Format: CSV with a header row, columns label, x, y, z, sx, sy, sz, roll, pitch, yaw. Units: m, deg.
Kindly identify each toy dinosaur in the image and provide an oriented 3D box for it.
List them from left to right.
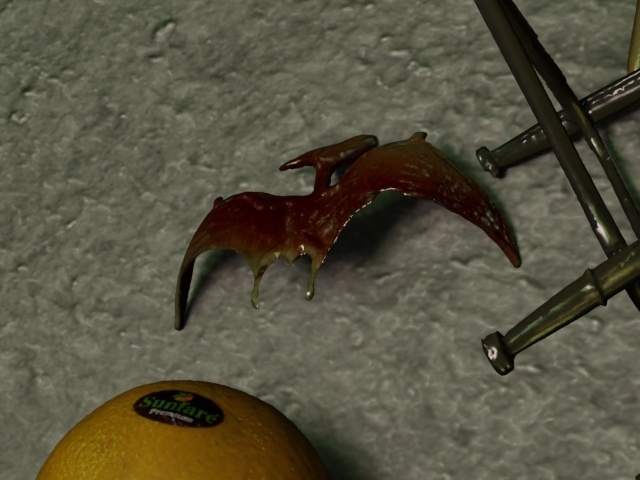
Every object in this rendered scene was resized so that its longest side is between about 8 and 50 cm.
label,x,y,z,sx,sy,sz,roll,pitch,yaw
toy dinosaur,-0.007,0.007,1.521,0.327,0.113,0.206,-29,31,7

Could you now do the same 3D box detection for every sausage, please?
label,x,y,z,sx,sy,sz,roll,pitch,yaw
sausage,0.283,-0.201,1.453,0.024,0.024,0.132,2,73,33

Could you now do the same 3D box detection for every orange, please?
label,x,y,z,sx,sy,sz,roll,pitch,yaw
orange,-0.113,0.248,1.370,0.274,0.274,0.274,-12,65,28

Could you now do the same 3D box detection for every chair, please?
label,x,y,z,sx,sy,sz,roll,pitch,yaw
chair,0.294,-0.097,1.216,0.410,0.362,0.365,-31,57,13
